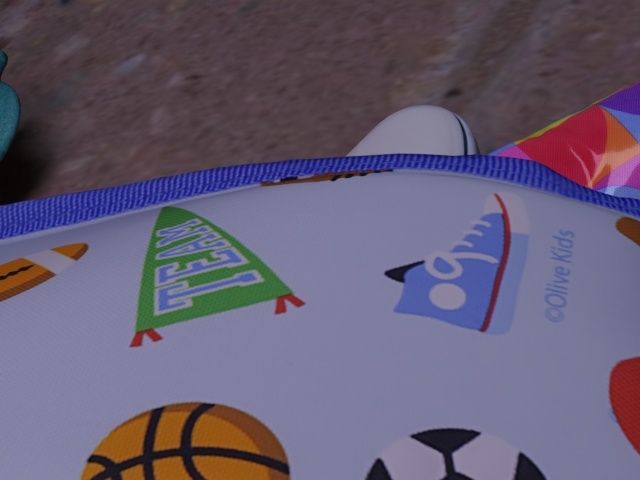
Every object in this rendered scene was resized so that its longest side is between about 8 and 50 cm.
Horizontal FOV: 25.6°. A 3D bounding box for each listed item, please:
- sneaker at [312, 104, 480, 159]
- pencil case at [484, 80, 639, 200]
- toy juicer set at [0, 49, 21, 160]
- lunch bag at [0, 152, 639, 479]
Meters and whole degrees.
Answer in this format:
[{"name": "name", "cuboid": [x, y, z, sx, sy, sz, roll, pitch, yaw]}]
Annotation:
[{"name": "sneaker", "cuboid": [0.000, 0.000, 0.690, 0.094, 0.091, 0.258, 6, 43, 35]}, {"name": "pencil case", "cuboid": [0.138, -0.017, 0.634, 0.236, 0.104, 0.104, -27, 34, -4]}, {"name": "toy juicer set", "cuboid": [-0.288, -0.043, 0.931, 0.209, 0.089, 0.329, -28, 40, 14]}, {"name": "lunch bag", "cuboid": [-0.062, 0.145, 0.398, 0.386, 0.239, 0.327, -14, 32, 21]}]
